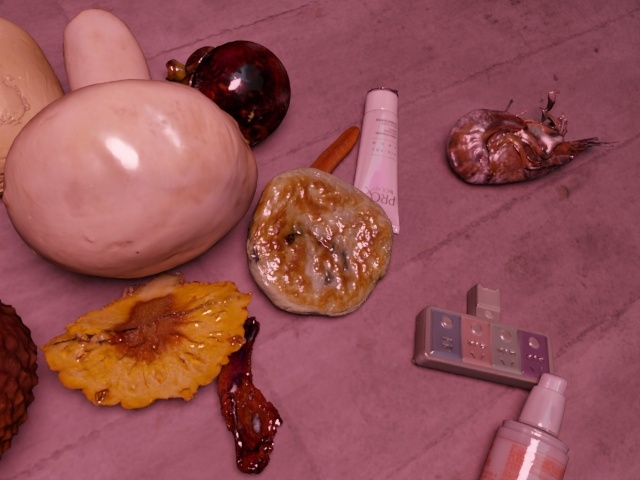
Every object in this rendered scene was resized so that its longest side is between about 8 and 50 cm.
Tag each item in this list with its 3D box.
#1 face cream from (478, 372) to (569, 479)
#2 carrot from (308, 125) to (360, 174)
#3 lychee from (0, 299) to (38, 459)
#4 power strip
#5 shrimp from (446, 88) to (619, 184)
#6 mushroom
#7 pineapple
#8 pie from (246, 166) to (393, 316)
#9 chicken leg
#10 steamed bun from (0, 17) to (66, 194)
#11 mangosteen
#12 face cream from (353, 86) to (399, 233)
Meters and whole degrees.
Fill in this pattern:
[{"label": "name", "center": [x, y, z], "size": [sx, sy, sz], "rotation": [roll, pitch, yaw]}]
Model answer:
[{"label": "face cream", "center": [0.288, 0.301, 0.797], "size": [0.101, 0.101, 0.251], "rotation": [28, 73, -4]}, {"label": "carrot", "center": [-0.006, -0.105, 0.921], "size": [0.043, 0.043, 0.248], "rotation": [39, 64, 1]}, {"label": "lychee", "center": [-0.441, 0.168, 0.593], "size": [0.268, 0.267, 0.267], "rotation": [5, 69, -13]}, {"label": "power strip", "center": [0.253, 0.144, 0.893], "size": [0.216, 0.061, 0.145], "rotation": [15, 60, -10]}, {"label": "shrimp", "center": [0.376, -0.178, 1.011], "size": [0.343, 0.116, 0.145], "rotation": [-6, 86, -17]}, {"label": "mushroom", "center": [-0.250, -0.123, 0.724], "size": [0.314, 0.314, 0.336], "rotation": [-18, 71, -20]}, {"label": "pineapple", "center": [-0.215, 0.127, 0.758], "size": [0.250, 0.164, 0.139], "rotation": [-18, 115, -16]}, {"label": "pie", "center": [0.000, 0.000, 0.849], "size": [0.241, 0.054, 0.240], "rotation": [4, 80, -25]}, {"label": "chicken leg", "center": [-0.100, 0.207, 0.775], "size": [0.093, 0.053, 0.205], "rotation": [-2, 76, -40]}, {"label": "steamed bun", "center": [-0.471, -0.178, 0.754], "size": [0.273, 0.166, 0.232], "rotation": [-19, 74, -21]}, {"label": "mangosteen", "center": [-0.131, -0.231, 0.873], "size": [0.173, 0.172, 0.184], "rotation": [-14, 55, -19]}, {"label": "face cream", "center": [0.094, -0.134, 0.954], "size": [0.092, 0.058, 0.243], "rotation": [9, 74, -16]}]
